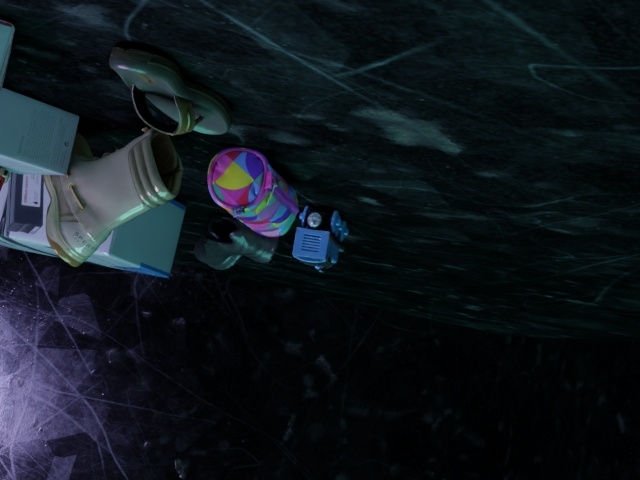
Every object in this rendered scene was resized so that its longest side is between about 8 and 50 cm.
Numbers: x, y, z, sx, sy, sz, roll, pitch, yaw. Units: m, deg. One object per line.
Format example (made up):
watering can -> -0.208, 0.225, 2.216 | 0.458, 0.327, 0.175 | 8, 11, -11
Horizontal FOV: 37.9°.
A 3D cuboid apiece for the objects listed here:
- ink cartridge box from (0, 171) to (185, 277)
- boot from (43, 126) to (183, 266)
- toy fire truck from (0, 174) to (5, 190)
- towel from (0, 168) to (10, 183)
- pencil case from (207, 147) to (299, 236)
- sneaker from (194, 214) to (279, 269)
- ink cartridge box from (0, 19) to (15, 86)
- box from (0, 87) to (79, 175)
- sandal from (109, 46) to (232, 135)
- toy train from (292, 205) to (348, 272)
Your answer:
ink cartridge box -> -0.516, -0.053, 1.877 | 0.394, 0.166, 0.285 | 10, 172, 16
boot -> -0.302, -0.106, 1.356 | 0.203, 0.262, 0.095 | -32, 131, 14
toy fire truck -> -0.567, -0.108, 1.331 | 0.135, 0.047, 0.192 | 6, 164, 43
towel -> -0.500, -0.137, 1.458 | 0.027, 0.110, 0.148 | 7, 174, -26
pencil case -> -0.096, -0.069, 1.412 | 0.104, 0.104, 0.236 | 10, 174, 10
sneaker -> -0.211, -0.008, 2.071 | 0.130, 0.109, 0.286 | 24, 157, -33
ink cartridge box -> -0.439, -0.188, 1.022 | 0.172, 0.100, 0.237 | 15, 171, -20
box -> -0.451, -0.156, 1.306 | 0.130, 0.091, 0.170 | 6, 171, 43
sandal -> -0.169, -0.152, 1.042 | 0.090, 0.060, 0.219 | 10, 172, 15
toy train -> 0.000, 0.000, 1.731 | 0.080, 0.105, 0.184 | 10, 172, 11
